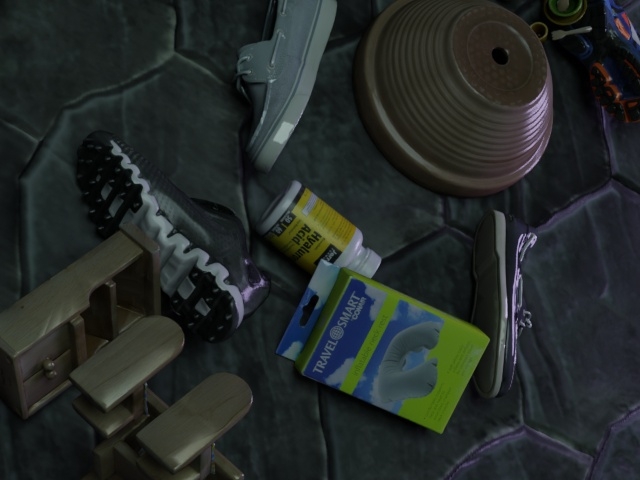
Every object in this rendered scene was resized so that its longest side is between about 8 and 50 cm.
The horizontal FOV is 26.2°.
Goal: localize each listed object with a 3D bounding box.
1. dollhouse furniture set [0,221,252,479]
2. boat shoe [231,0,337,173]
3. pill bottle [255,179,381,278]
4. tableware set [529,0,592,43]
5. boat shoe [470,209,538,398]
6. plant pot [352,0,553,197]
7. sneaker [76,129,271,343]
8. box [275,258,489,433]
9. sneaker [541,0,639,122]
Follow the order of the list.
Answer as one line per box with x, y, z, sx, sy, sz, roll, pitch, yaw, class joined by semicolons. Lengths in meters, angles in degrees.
-0.138;0.125;1.144;0.242;0.212;0.161;38;57;23;dollhouse furniture set
-0.049;-0.168;1.376;0.081;0.079;0.227;22;57;-10;boat shoe
0.000;0.000;1.337;0.116;0.065;0.065;37;60;-9;pill bottle
0.243;-0.293;1.555;0.104;0.024;0.154;-12;71;11;tableware set
0.194;0.066;1.403;0.065;0.075;0.206;14;61;-18;boat shoe
0.162;-0.174;1.455;0.237;0.110;0.237;9;67;-22;plant pot
-0.132;-0.012;1.275;0.234;0.078;0.106;49;36;12;sneaker
0.060;0.101;1.316;0.178;0.042;0.109;24;96;-17;box
0.328;-0.231;1.584;0.087;0.083;0.221;-3;66;-54;sneaker
